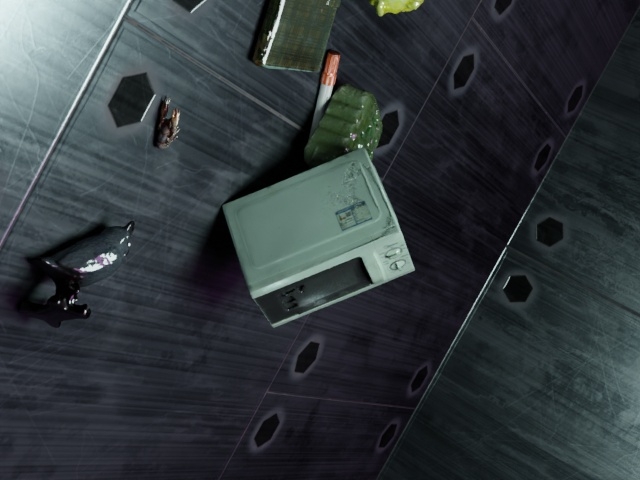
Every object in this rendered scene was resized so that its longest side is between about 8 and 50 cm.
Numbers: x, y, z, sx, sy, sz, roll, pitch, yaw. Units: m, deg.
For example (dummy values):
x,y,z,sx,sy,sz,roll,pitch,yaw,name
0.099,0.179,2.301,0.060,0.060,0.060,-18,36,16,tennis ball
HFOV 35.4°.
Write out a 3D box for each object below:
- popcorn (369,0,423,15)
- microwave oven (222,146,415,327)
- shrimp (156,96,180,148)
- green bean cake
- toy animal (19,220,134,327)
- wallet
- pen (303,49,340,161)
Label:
x,y,z,sx,sy,sz,roll,pitch,yaw,name
0.144,-0.497,1.851,0.142,0.173,0.173,-13,127,-45,popcorn
0.000,0.000,1.894,0.295,0.237,0.181,-23,147,3,microwave oven
-0.246,-0.186,1.631,0.029,0.038,0.092,-29,140,-45,shrimp
0.054,-0.203,2.012,0.185,0.094,0.183,-67,162,-11,green bean cake
-0.387,0.032,1.592,0.117,0.121,0.210,42,53,-18,toy animal
-0.019,-0.450,1.747,0.169,0.044,0.316,-7,121,-52,wallet
0.002,-0.259,1.975,0.028,0.028,0.239,-24,136,-48,pen
